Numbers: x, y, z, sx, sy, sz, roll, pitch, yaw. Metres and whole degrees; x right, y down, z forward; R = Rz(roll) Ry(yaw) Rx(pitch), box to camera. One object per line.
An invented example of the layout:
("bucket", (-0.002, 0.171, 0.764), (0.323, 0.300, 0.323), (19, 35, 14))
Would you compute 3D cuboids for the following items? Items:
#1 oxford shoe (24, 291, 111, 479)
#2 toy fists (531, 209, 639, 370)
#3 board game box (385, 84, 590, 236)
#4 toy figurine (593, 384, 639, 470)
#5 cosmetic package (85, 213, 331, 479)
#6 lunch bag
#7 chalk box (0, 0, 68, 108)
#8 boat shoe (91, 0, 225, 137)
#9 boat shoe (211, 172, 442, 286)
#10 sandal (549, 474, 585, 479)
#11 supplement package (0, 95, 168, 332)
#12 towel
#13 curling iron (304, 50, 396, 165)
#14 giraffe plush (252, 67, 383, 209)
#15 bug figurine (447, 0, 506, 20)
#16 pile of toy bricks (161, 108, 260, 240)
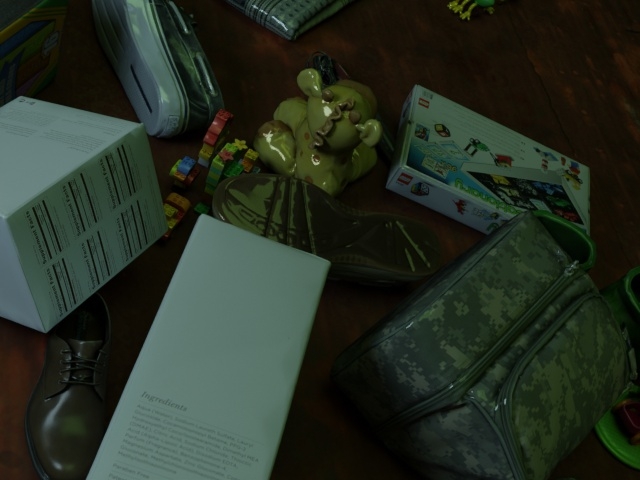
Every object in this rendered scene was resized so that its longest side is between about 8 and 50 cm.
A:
("oxford shoe", (-0.257, 0.148, 1.029), (0.083, 0.096, 0.227), (7, 51, -20))
("toy fists", (0.347, 0.076, 1.313), (0.279, 0.142, 0.096), (29, 61, 3))
("board game box", (0.252, -0.093, 1.455), (0.305, 0.053, 0.193), (24, 46, -10))
("toy figurine", (0.450, 0.191, 1.241), (0.173, 0.159, 0.130), (-5, 54, -27))
("cosmetic package", (-0.124, 0.190, 0.969), (0.156, 0.217, 0.385), (22, 49, -4))
("lunch bag", (0.209, 0.148, 1.157), (0.305, 0.212, 0.256), (-36, 88, -39))
("chalk box", (-0.468, -0.230, 1.207), (0.180, 0.179, 0.289), (32, 48, 5))
("boat shoe", (-0.232, -0.284, 1.408), (0.119, 0.121, 0.335), (-6, 65, -36))
("boat shoe", (0.000, 0.000, 1.248), (0.302, 0.098, 0.109), (13, 62, -21))
("sandal", (0.275, 0.370, 1.092), (0.090, 0.060, 0.219), (-1, 66, -16))
("supplement package", (-0.313, -0.036, 1.079), (0.194, 0.149, 0.203), (15, 40, 29))
("towel", (-0.084, -0.478, 1.674), (0.312, 0.056, 0.324), (34, 49, 12))
("curling iron", (0.062, -0.175, 1.481), (0.068, 0.035, 0.274), (-32, 72, -16))
("giraffe plush", (0.011, -0.149, 1.340), (0.182, 0.170, 0.210), (18, 47, -8))
("bug figurine", (0.276, -0.509, 1.825), (0.279, 0.072, 0.216), (-27, 66, -38))
("pile of toy bricks", (-0.130, -0.083, 1.270), (0.118, 0.105, 0.212), (28, 47, 2))
